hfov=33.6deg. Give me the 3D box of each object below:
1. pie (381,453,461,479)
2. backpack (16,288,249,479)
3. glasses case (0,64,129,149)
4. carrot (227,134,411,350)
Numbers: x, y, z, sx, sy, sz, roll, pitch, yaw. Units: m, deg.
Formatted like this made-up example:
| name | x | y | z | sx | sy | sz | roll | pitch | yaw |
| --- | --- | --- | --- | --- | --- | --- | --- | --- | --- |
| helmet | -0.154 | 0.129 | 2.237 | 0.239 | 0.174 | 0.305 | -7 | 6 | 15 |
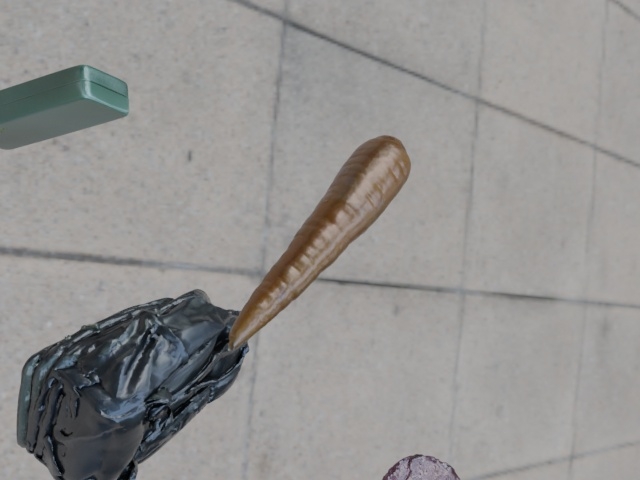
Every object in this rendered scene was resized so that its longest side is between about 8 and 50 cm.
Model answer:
| name | x | y | z | sx | sy | sz | roll | pitch | yaw |
| --- | --- | --- | --- | --- | --- | --- | --- | --- | --- |
| pie | 0.153 | 0.394 | 1.587 | 0.155 | 0.036 | 0.154 | 8 | 67 | -20 |
| backpack | -0.177 | 0.148 | 1.110 | 0.258 | 0.133 | 0.206 | -32 | 154 | -43 |
| glasses case | -0.302 | -0.143 | 1.157 | 0.078 | 0.184 | 0.039 | 18 | 64 | -60 |
| carrot | 0.000 | 0.000 | 0.757 | 0.216 | 0.048 | 0.048 | -51 | 132 | -30 |
